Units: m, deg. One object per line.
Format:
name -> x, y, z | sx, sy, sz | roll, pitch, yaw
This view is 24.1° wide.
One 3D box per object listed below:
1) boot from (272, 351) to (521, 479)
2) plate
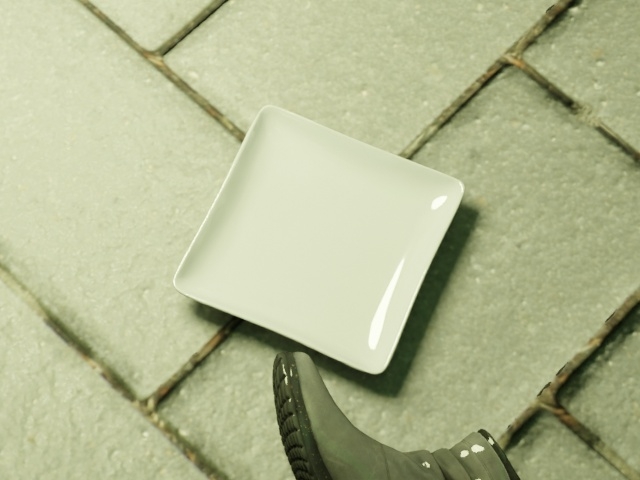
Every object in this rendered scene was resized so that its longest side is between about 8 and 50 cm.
boot -> 0.092, 0.255, 1.687 | 0.223, 0.118, 0.338 | -20, 80, -13
plate -> 0.000, 0.000, 1.818 | 0.277, 0.045, 0.278 | 23, 68, 7
